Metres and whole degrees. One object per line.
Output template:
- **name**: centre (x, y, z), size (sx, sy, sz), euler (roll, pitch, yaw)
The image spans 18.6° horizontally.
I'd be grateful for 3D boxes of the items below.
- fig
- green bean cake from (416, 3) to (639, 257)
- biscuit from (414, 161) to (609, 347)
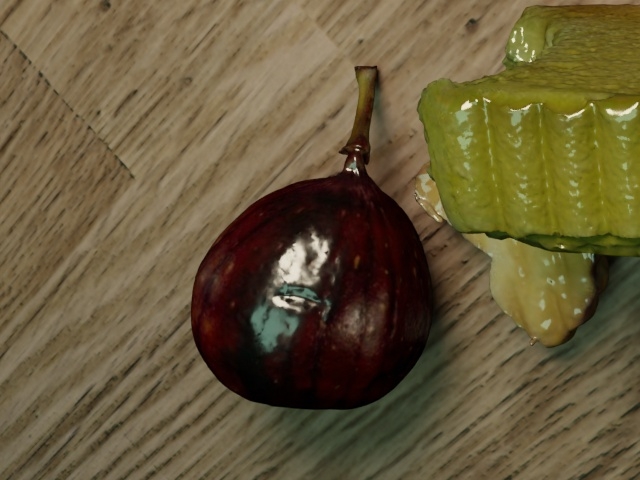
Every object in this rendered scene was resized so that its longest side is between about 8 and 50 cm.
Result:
- **fig**: centre (0.009, 0.014, 1.558), size (0.186, 0.204, 0.249), euler (42, 125, 31)
- **green bean cake**: centre (0.207, -0.080, 1.380), size (0.233, 0.236, 0.124), euler (6, 114, 26)
- **biscuit**: centre (0.168, -0.008, 1.544), size (0.118, 0.061, 0.183), euler (-31, 96, 34)
